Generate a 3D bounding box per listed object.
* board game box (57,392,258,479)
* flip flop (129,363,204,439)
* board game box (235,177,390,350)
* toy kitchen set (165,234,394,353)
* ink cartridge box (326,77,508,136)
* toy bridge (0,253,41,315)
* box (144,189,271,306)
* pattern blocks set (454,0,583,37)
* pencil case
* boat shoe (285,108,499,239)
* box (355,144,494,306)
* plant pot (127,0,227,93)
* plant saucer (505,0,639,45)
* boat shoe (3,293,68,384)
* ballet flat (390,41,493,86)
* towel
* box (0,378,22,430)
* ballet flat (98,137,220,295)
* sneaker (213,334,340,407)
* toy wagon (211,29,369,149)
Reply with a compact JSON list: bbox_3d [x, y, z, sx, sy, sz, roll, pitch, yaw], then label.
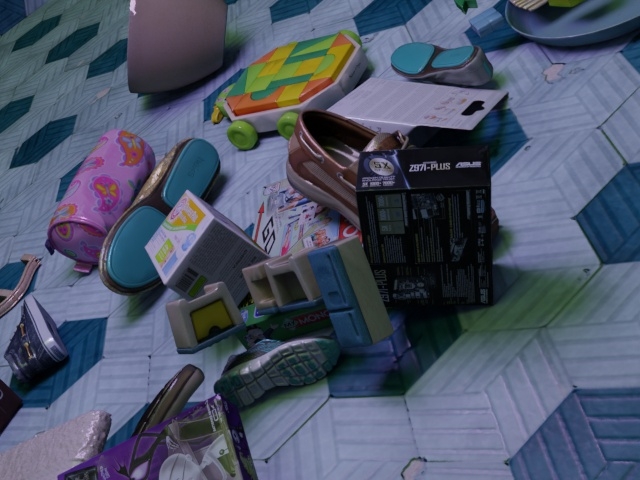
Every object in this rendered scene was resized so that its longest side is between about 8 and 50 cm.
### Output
[{"bbox_3d":[-0.136,0.340,0.884,0.208,0.056,0.347,-31,51,10],"label":"board game box"},{"bbox_3d":[-0.205,0.274,1.073,0.277,0.080,0.112,-58,13,-17],"label":"flip flop"},{"bbox_3d":[0.000,0.000,1.301,0.213,0.046,0.317,-20,35,20],"label":"board game box"},{"bbox_3d":[-0.054,0.092,1.074,0.166,0.122,0.207,-24,5,-35],"label":"toy kitchen set"},{"bbox_3d":[0.141,-0.185,1.387,0.232,0.066,0.189,14,31,23],"label":"ink cartridge box"},{"bbox_3d":[-0.563,0.100,1.648,0.063,0.026,0.188,3,47,40],"label":"toy bridge"},{"bbox_3d":[-0.163,0.017,1.302,0.114,0.103,0.203,-54,23,0],"label":"box"},{"bbox_3d":[0.376,-0.441,1.503,0.324,0.026,0.285,-23,34,14],"label":"pattern blocks set"},{"bbox_3d":[-0.388,-0.077,1.655,0.124,0.124,0.284,-16,37,23],"label":"pencil case"},{"bbox_3d":[0.082,-0.080,1.201,0.324,0.116,0.123,25,47,27],"label":"boat shoe"},{"bbox_3d":[0.123,-0.013,1.061,0.147,0.180,0.078,-3,40,10],"label":"box"},{"bbox_3d":[-0.296,-0.444,1.957,0.190,0.284,0.284,6,36,-7],"label":"plant pot"},{"bbox_3d":[0.449,-0.397,1.450,0.317,0.044,0.318,-22,35,16],"label":"plant saucer"},{"bbox_3d":[-0.464,0.152,1.464,0.083,0.065,0.183,-36,34,-8],"label":"boat shoe"},{"bbox_3d":[0.192,-0.274,1.481,0.072,0.068,0.213,-55,32,-11],"label":"ballet flat"},{"bbox_3d":[-0.376,0.322,1.138,0.282,0.049,0.187,-29,32,30],"label":"towel"},{"bbox_3d":[-0.587,0.256,1.336,0.167,0.168,0.203,-2,44,38],"label":"box"},{"bbox_3d":[-0.270,-0.029,1.515,0.123,0.123,0.349,-7,41,33],"label":"ballet flat"},{"bbox_3d":[-0.055,0.145,1.147,0.166,0.065,0.076,-19,28,12],"label":"sneaker"},{"bbox_3d":[-0.080,-0.278,1.703,0.344,0.068,0.267,-4,43,36],"label":"toy wagon"}]
